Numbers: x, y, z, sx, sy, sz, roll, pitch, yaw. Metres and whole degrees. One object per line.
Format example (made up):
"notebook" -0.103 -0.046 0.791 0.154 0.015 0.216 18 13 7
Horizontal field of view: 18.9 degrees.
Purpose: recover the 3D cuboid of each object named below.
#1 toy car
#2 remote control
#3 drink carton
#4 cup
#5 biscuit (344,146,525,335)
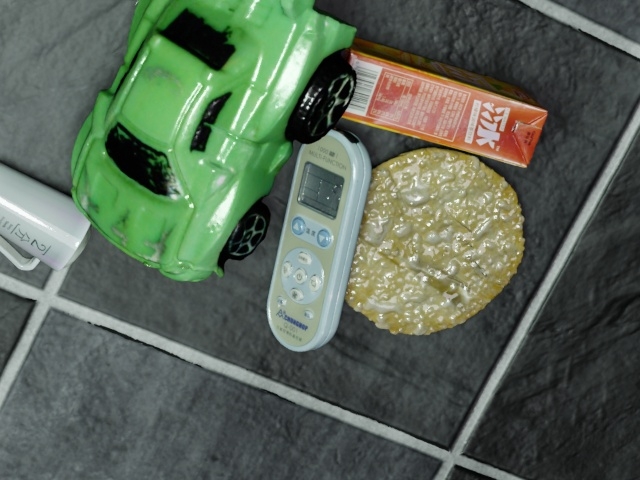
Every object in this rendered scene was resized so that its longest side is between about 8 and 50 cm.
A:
"toy car" -0.113 -0.143 1.839 0.213 0.176 0.358 36 102 20
"remote control" 0.000 0.000 2.010 0.047 0.087 0.244 -6 115 -45
"drink carton" 0.112 -0.145 1.974 0.223 0.096 0.071 15 106 -16
"cup" -0.300 -0.016 1.951 0.116 0.074 0.104 30 129 -17
"biscuit" 0.113 0.003 2.061 0.220 0.033 0.219 -3 110 -9
